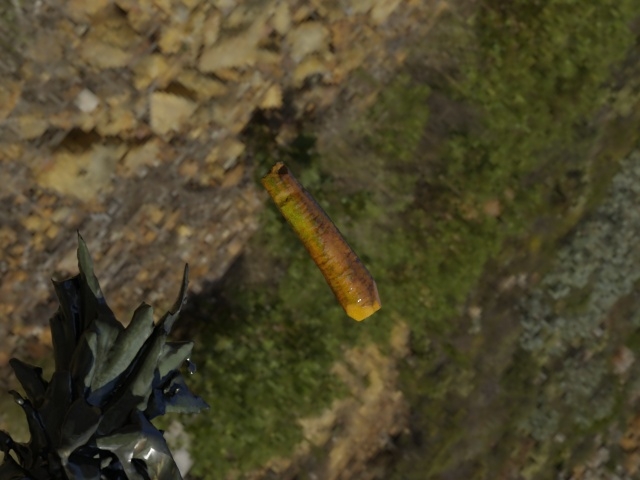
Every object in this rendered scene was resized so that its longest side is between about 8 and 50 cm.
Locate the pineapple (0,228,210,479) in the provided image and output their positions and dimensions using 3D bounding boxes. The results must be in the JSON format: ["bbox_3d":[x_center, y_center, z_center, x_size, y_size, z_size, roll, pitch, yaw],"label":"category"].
[{"bbox_3d":[-0.168,0.176,0.786,0.165,0.165,0.364,-32,-149,58],"label":"pineapple"}]

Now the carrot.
[{"bbox_3d":[0.000,0.000,1.105,0.042,0.170,0.042,-35,-174,4],"label":"carrot"}]
